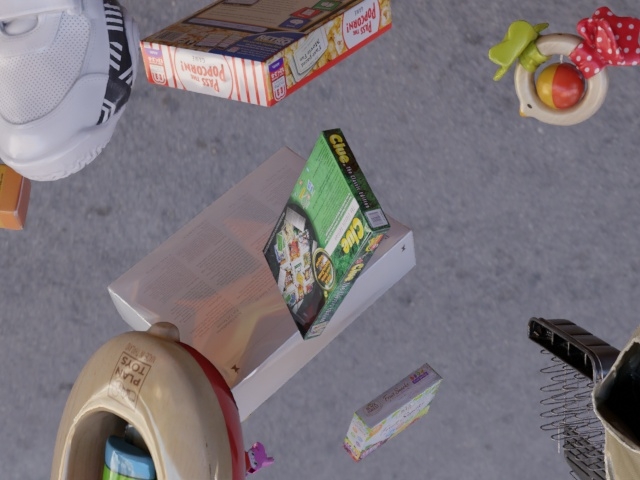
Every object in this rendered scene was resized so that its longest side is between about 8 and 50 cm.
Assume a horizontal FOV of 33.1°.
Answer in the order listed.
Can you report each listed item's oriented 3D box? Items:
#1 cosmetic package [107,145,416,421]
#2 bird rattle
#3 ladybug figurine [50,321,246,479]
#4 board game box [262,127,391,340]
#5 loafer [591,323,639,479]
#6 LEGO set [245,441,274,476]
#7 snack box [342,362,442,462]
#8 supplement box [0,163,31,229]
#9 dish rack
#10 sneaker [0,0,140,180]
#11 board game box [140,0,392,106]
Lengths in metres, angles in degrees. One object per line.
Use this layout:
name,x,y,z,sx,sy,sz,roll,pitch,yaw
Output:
cosmetic package,-0.086,0.054,1.637,0.377,0.284,0.097,-40,144,-21
bird rattle,0.424,-0.300,1.854,0.254,0.143,0.206,4,121,19
ladybug figurine,-0.211,0.321,1.381,0.162,0.305,0.449,-2,108,-49
board game box,0.000,0.000,1.248,0.030,0.136,0.259,-11,154,-26
loafer,0.243,0.127,0.779,0.092,0.102,0.268,-23,135,-21
LEGO set,-0.141,0.302,1.820,0.093,0.227,0.087,2,149,-36
snack box,0.101,0.242,1.513,0.141,0.037,0.100,-30,152,-30
supplement box,-0.527,-0.072,1.489,0.234,0.080,0.078,5,161,-7
dish rack,0.397,0.264,1.646,0.074,0.208,0.271,-8,105,-13
sneaker,-0.250,-0.240,0.848,0.137,0.365,0.210,-7,162,23
board game box,-0.047,-0.193,0.999,0.147,0.193,0.045,16,129,34
